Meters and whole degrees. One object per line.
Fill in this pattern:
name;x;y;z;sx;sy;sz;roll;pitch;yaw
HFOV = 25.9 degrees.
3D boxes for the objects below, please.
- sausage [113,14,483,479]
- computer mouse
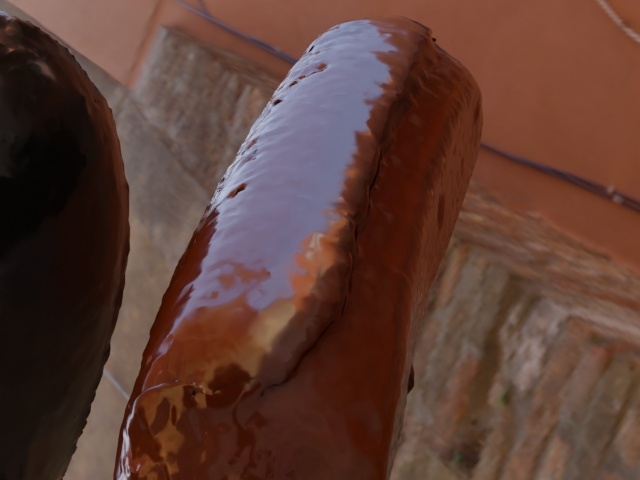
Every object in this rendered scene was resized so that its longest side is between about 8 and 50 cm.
sausage;0.000;0.000;0.553;0.102;0.330;0.102;7;-56;10
computer mouse;-0.185;0.050;0.673;0.183;0.116;0.323;-2;-66;-44
